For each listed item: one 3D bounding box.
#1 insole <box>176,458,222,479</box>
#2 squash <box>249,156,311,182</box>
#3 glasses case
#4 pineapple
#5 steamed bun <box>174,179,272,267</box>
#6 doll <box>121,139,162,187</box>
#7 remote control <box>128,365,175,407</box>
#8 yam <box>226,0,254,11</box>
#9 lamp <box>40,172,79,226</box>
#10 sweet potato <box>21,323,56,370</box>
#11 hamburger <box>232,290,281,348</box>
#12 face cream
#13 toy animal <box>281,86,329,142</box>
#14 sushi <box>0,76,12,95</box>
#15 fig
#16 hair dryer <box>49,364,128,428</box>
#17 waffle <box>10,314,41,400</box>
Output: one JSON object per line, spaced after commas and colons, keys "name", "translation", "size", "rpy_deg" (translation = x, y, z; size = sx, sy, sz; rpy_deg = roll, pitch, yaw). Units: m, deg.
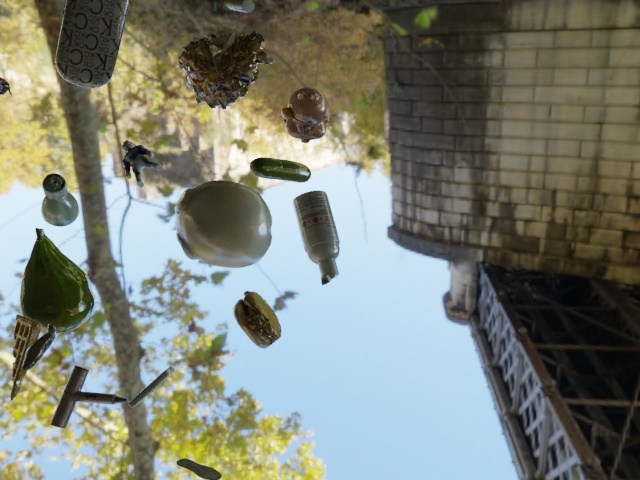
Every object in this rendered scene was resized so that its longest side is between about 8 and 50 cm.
{"name": "insole", "translation": [-0.387, 0.731, 2.011], "size": [0.194, 0.006, 0.065], "rpy_deg": [6, -173, 37]}
{"name": "squash", "translation": [-0.120, -0.217, 1.945], "size": [0.239, 0.069, 0.069], "rpy_deg": [2, -170, -43]}
{"name": "glasses case", "translation": [-0.531, -0.539, 1.488], "size": [0.137, 0.354, 0.085], "rpy_deg": [11, -166, -26]}
{"name": "pineapple", "translation": [-0.273, -0.441, 1.657], "size": [0.335, 0.161, 0.158], "rpy_deg": [-10, 162, 36]}
{"name": "steamed bun", "translation": [-0.208, -0.031, 1.251], "size": [0.228, 0.177, 0.131], "rpy_deg": [16, -160, 38]}
{"name": "doll", "translation": [-0.583, -0.255, 1.983], "size": [0.227, 0.114, 0.057], "rpy_deg": [45, -178, 42]}
{"name": "remote control", "translation": [-0.595, 0.518, 2.241], "size": [0.190, 0.029, 0.087], "rpy_deg": [-42, 179, 5]}
{"name": "yam", "translation": [-0.297, -0.872, 2.328], "size": [0.054, 0.054, 0.132], "rpy_deg": [-12, -152, -35]}
{"name": "lamp", "translation": [-0.746, -0.112, 1.791], "size": [0.106, 0.106, 0.193], "rpy_deg": [-6, 155, -17]}
{"name": "sweet potato", "translation": [-0.655, 0.245, 1.478], "size": [0.041, 0.038, 0.153], "rpy_deg": [-1, -144, 9]}
{"name": "hamburger", "translation": [-0.162, 0.201, 1.611], "size": [0.083, 0.138, 0.147], "rpy_deg": [-33, -161, 3]}
{"name": "face cream", "translation": [0.000, 0.000, 2.449], "size": [0.146, 0.369, 0.145], "rpy_deg": [-13, 164, -4]}
{"name": "toy animal", "translation": [-0.052, -0.443, 2.222], "size": [0.165, 0.149, 0.248], "rpy_deg": [13, 160, -1]}
{"name": "sushi", "translation": [-0.919, -0.439, 1.795], "size": [0.047, 0.050, 0.099], "rpy_deg": [46, -155, 14]}
{"name": "fig", "translation": [-0.816, 0.138, 1.982], "size": [0.233, 0.313, 0.233], "rpy_deg": [10, 168, 2]}
{"name": "hair dryer", "translation": [-0.720, 0.520, 1.991], "size": [0.221, 0.195, 0.053], "rpy_deg": [15, 163, 13]}
{"name": "waffle", "translation": [-0.760, 0.290, 1.575], "size": [0.125, 0.190, 0.032], "rpy_deg": [10, 170, 41]}
